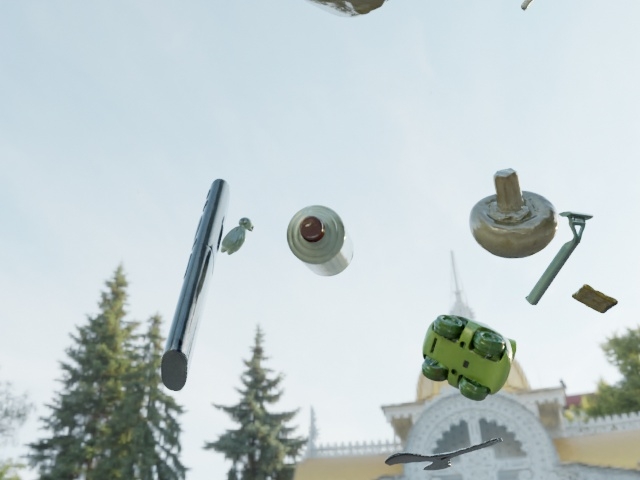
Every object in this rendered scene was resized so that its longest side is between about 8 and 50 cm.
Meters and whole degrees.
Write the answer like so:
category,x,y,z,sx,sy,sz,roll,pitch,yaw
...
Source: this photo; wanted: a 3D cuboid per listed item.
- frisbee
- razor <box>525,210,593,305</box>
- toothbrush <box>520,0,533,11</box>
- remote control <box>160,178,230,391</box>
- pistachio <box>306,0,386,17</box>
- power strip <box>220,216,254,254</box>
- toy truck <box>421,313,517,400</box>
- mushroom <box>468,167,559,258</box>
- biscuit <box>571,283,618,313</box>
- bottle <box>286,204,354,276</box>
category,x,y,z,sx,sy,sz,roll,pitch,yaw
frisbee,0.229,0.373,1.186,0.187,0.012,0.211,-23,-32,19
razor,0.620,0.052,1.768,0.111,0.056,0.278,3,-64,-39
toothbrush,0.379,-0.444,1.049,0.204,0.017,0.022,-53,-16,12
remote control,-0.197,0.056,1.097,0.044,0.377,0.107,13,-46,-8
pistachio,0.004,-0.570,1.114,0.281,0.445,0.365,-30,-34,-27
power strip,-0.155,-0.005,1.289,0.055,0.083,0.035,14,-24,44
toy truck,0.315,0.229,1.433,0.187,0.210,0.148,18,-72,18
mushroom,0.449,-0.071,1.585,0.207,0.207,0.215,-9,-60,11
biscuit,0.601,0.128,1.484,0.081,0.018,0.083,28,-20,12
bottle,0.000,0.000,1.201,0.104,0.104,0.245,-6,-12,6
